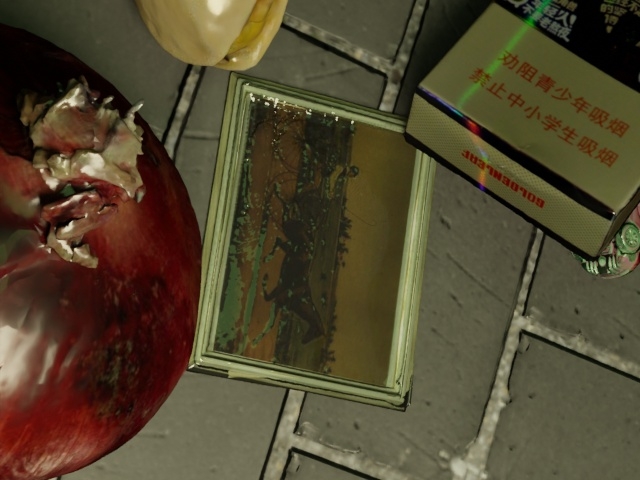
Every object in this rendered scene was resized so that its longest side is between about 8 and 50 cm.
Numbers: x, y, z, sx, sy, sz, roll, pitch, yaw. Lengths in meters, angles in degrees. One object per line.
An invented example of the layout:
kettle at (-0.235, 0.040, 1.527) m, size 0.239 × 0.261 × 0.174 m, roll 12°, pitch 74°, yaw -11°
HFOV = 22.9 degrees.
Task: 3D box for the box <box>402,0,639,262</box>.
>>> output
box at (0.237, -0.154, 1.336) m, size 0.198 × 0.084 × 0.310 m, roll 35°, pitch 63°, yaw 14°

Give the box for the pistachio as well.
pistachio at (-0.098, -0.245, 1.236) m, size 0.157 × 0.157 × 0.229 m, roll -14°, pitch 90°, yaw -24°

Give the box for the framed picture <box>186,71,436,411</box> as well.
framed picture at (0.000, 0.000, 1.293) m, size 0.197 × 0.014 × 0.252 m, roll 13°, pitch 75°, yaw -20°

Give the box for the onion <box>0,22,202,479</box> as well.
onion at (-0.212, -0.007, 1.056) m, size 0.347 × 0.285 × 0.347 m, roll 21°, pitch 53°, yaw -31°

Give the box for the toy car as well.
toy car at (0.260, -0.036, 1.378) m, size 0.055 × 0.069 × 0.142 m, roll 17°, pitch 73°, yaw -30°
